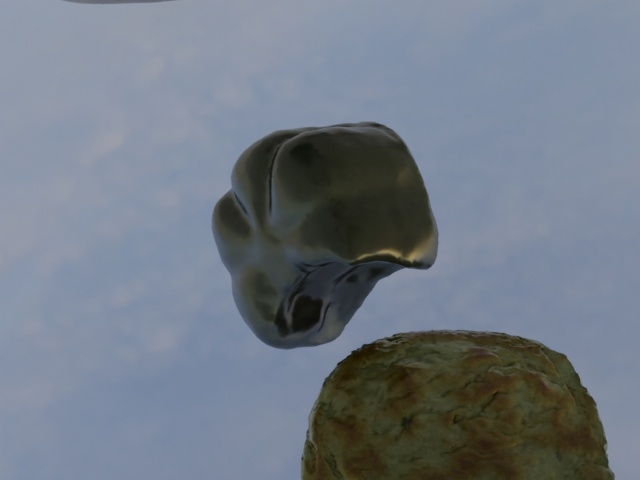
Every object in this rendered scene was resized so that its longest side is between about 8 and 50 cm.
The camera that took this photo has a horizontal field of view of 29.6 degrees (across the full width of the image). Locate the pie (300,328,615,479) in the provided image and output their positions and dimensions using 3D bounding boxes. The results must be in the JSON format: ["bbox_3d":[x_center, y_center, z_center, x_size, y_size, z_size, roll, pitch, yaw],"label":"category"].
[{"bbox_3d":[0.089,0.162,0.793,0.201,0.090,0.248,-6,-128,-1],"label":"pie"}]

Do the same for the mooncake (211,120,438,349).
[{"bbox_3d":[0.000,0.000,0.854,0.104,0.175,0.168,-12,-144,-40],"label":"mooncake"}]

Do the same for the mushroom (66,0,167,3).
[{"bbox_3d":[-0.132,-0.249,0.739,0.206,0.209,0.206,-20,-126,30],"label":"mushroom"}]
